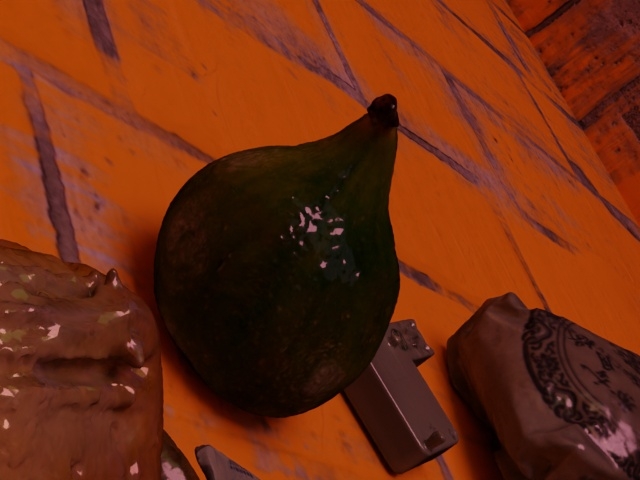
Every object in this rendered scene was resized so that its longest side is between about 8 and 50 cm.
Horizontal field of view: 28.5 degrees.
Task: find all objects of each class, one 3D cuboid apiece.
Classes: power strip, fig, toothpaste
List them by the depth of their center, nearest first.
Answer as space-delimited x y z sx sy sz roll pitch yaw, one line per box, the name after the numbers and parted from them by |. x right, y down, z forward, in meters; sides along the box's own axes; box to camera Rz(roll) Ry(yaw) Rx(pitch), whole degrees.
-0.011 0.203 0.829 0.233 0.038 0.060 47 13 -46 | toothpaste
0.000 0.000 0.945 0.203 0.235 0.203 42 20 -19 | fig
0.059 0.099 1.153 0.215 0.061 0.145 59 22 13 | power strip

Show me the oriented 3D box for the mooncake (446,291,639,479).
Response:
0.273 0.179 1.307 0.254 0.136 0.250 25 27 -31 | mooncake

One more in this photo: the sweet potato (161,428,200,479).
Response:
-0.084 0.172 0.744 0.249 0.059 0.069 60 12 5 | sweet potato

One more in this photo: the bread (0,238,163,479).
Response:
-0.153 0.067 0.651 0.174 0.133 0.251 14 44 -56 | bread
